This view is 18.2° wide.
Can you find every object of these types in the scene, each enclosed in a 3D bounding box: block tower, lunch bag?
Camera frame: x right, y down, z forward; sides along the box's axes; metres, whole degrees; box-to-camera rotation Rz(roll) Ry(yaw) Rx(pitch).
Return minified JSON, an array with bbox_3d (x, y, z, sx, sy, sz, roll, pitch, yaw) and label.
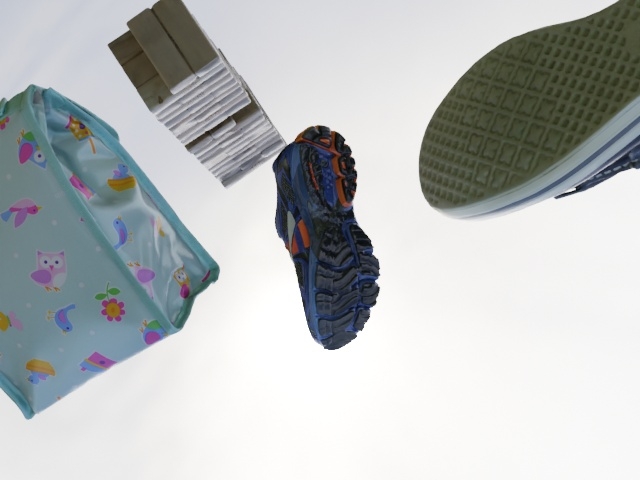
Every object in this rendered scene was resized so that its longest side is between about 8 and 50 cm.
[{"bbox_3d":[-0.126,-0.153,2.109,0.091,0.097,0.335,-33,162,2],"label":"block tower"},{"bbox_3d":[-0.264,0.002,1.891,0.223,0.262,0.160,-32,-167,29],"label":"lunch bag"}]

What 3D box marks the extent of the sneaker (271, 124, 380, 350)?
[{"bbox_3d":[0.000,0.000,1.982,0.087,0.083,0.221,-16,-102,56],"label":"sneaker"}]

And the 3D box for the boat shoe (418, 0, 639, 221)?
[{"bbox_3d":[0.302,-0.144,1.922,0.500,0.156,0.187,-31,-128,34],"label":"boat shoe"}]
